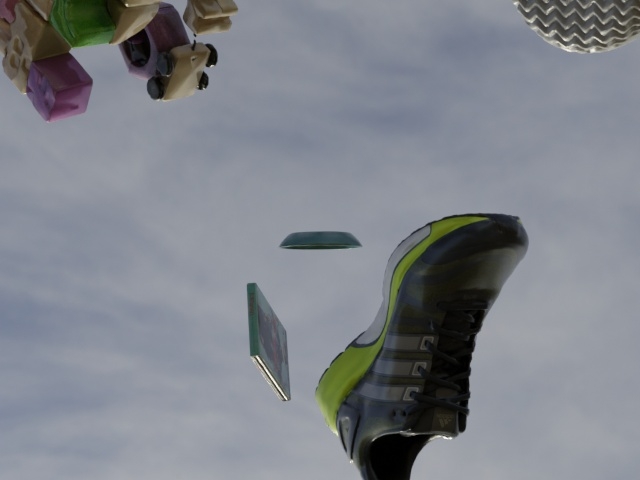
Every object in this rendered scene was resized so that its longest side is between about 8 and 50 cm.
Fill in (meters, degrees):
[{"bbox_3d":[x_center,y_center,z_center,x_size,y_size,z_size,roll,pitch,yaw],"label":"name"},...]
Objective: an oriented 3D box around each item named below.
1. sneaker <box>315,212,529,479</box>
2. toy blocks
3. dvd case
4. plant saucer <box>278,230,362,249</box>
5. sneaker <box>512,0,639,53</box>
[{"bbox_3d":[0.098,0.099,1.087,0.111,0.121,0.300,3,-47,-27],"label":"sneaker"},{"bbox_3d":[-0.251,-0.283,1.126,0.309,0.260,0.289,-19,-32,-43],"label":"toy blocks"},{"bbox_3d":[-0.055,0.109,1.366,0.013,0.087,0.119,-11,-33,9],"label":"dvd case"},{"bbox_3d":[0.000,0.000,1.791,0.119,0.119,0.021,1,-94,-21],"label":"plant saucer"},{"bbox_3d":[0.206,-0.297,0.761,0.210,0.137,0.366,-12,-74,-48],"label":"sneaker"}]
